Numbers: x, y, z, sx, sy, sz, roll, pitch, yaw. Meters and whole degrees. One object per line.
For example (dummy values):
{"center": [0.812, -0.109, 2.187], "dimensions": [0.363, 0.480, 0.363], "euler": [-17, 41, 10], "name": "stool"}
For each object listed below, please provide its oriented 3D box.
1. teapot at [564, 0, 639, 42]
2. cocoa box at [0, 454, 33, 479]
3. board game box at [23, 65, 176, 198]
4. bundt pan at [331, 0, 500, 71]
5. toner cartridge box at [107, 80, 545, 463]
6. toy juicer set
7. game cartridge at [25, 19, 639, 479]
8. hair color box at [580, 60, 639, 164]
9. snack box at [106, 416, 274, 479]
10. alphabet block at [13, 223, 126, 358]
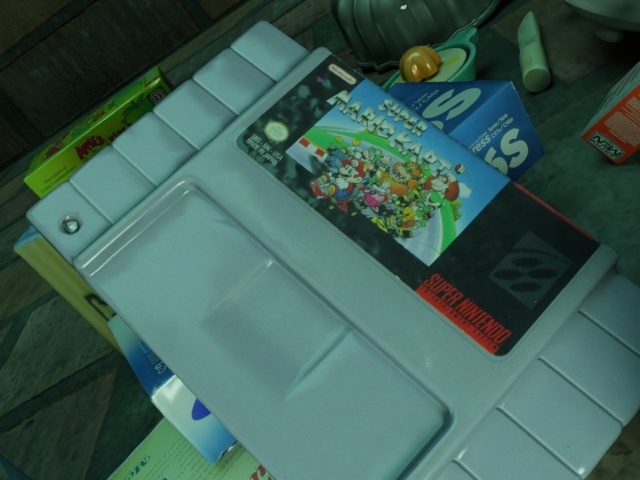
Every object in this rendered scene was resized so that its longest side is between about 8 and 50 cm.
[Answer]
{"center": [0.315, -0.284, 0.650], "dimensions": [0.252, 0.187, 0.256], "euler": [25, 39, 25], "name": "teapot"}
{"center": [-0.331, 0.217, 0.423], "dimensions": [0.228, 0.347, 0.231], "euler": [-46, 28, -19], "name": "cocoa box"}
{"center": [-0.240, -0.119, 0.749], "dimensions": [0.181, 0.043, 0.092], "euler": [-36, 27, 1], "name": "board game box"}
{"center": [0.154, -0.434, 1.075], "dimensions": [0.330, 0.124, 0.331], "euler": [-26, 37, 22], "name": "bundt pan"}
{"center": [0.000, 0.000, 0.545], "dimensions": [0.348, 0.075, 0.165], "euler": [-41, 25, -14], "name": "toner cartridge box"}
{"center": [0.137, -0.179, 0.785], "dimensions": [0.329, 0.089, 0.209], "euler": [-32, 27, 8], "name": "toy juicer set"}
{"center": [0.012, 0.020, 0.416], "dimensions": [0.355, 0.068, 0.230], "euler": [40, 78, 20], "name": "game cartridge"}
{"center": [0.269, -0.125, 0.516], "dimensions": [0.072, 0.043, 0.141], "euler": [-50, -4, -24], "name": "hair color box"}
{"center": [-0.031, 0.139, 0.509], "dimensions": [0.322, 0.060, 0.187], "euler": [-47, 28, -21], "name": "snack box"}
{"center": [-0.183, -0.006, 0.772], "dimensions": [0.193, 0.197, 0.192], "euler": [-20, 32, 30], "name": "alphabet block"}
